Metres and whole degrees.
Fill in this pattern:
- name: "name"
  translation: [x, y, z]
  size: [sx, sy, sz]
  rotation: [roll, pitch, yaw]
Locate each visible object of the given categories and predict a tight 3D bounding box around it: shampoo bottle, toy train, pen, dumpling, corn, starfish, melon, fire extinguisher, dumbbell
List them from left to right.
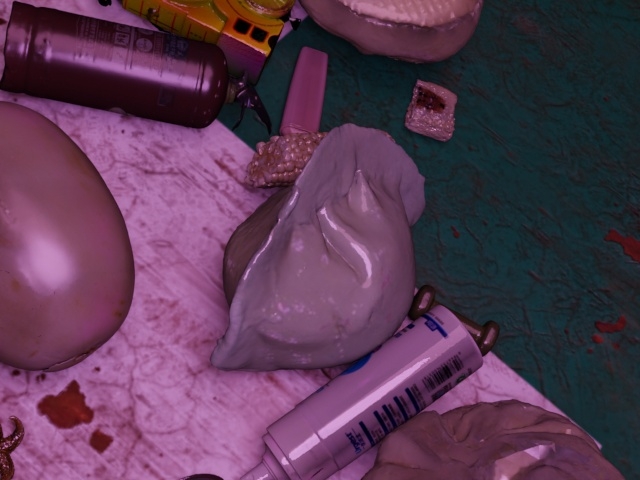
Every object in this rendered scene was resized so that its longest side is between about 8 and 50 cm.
- name: "starfish"
  translation: [-0.354, 0.226, 1.125]
  size: [0.078, 0.028, 0.091]
  rotation: [40, 62, 11]
- name: "melon"
  translation: [-0.332, -0.009, 1.139]
  size: [0.223, 0.223, 0.317]
  rotation: [-30, 79, -28]
- name: "fire extinguisher"
  translation: [-0.228, -0.206, 1.333]
  size: [0.338, 0.114, 0.135]
  rotation: [9, 46, -14]
- name: "toy train"
  translation: [-0.175, -0.335, 1.427]
  size: [0.296, 0.100, 0.160]
  rotation: [26, 61, -4]
- name: "pen"
  translation: [-0.022, -0.181, 1.440]
  size: [0.053, 0.032, 0.197]
  rotation: [18, 58, -11]
- name: "dumpling"
  translation: [-0.012, 0.019, 1.253]
  size: [0.270, 0.212, 0.320]
  rotation: [48, 37, -34]
- name: "corn"
  translation: [0.005, -0.107, 1.364]
  size: [0.211, 0.087, 0.087]
  rotation: [-1, 64, -31]
- name: "shampoo bottle"
  translation: [0.040, 0.194, 1.204]
  size: [0.303, 0.092, 0.092]
  rotation: [-34, 78, -8]
- name: "dumbbell"
  translation: [0.171, 0.103, 1.351]
  size: [0.118, 0.046, 0.052]
  rotation: [29, 64, -2]

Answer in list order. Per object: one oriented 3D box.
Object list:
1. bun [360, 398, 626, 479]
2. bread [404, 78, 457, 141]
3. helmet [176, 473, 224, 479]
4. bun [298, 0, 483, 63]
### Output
- name: "bun"
  translation: [0.198, 0.319, 1.105]
  size: [0.360, 0.210, 0.359]
  rotation: [-4, 47, 4]
- name: "bread"
  translation: [0.160, -0.184, 1.500]
  size: [0.070, 0.035, 0.083]
  rotation: [21, 57, -9]
- name: "helmet"
  translation: [-0.146, 0.305, 1.122]
  size: [0.123, 0.098, 0.070]
  rotation: [-24, 112, -62]
- name: "bun"
  translation: [0.091, -0.363, 1.503]
  size: [0.288, 0.146, 0.287]
  rotation: [7, 60, -12]
